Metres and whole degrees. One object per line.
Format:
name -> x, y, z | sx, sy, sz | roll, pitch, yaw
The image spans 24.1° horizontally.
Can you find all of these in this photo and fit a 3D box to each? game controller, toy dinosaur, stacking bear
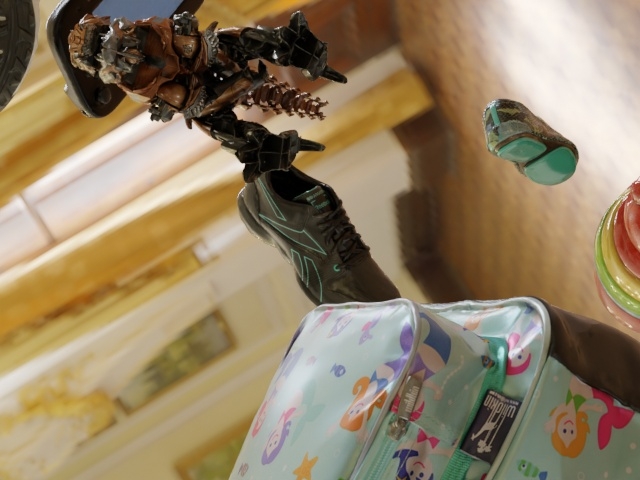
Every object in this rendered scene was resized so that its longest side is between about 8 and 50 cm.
game controller -> -0.244, -0.306, 1.943 | 0.067, 0.319, 0.166 | 14, 139, 22
toy dinosaur -> -0.100, -0.173, 1.532 | 0.218, 0.322, 0.164 | 20, 117, 39
stacking bear -> 0.364, -0.003, 1.547 | 0.175, 0.164, 0.289 | 36, 173, 16

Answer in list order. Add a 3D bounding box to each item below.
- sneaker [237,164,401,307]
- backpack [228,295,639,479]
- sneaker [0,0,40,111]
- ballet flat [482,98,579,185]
sneaker -> 0.000, 0.000, 1.880 | 0.267, 0.101, 0.106 | 41, 140, 16
backpack -> 0.051, 0.152, 0.744 | 0.191, 0.253, 0.225 | 21, 171, -16
sneaker -> -0.303, -0.243, 1.429 | 0.108, 0.100, 0.271 | -91, 13, -86
ballet flat -> 0.219, -0.107, 1.565 | 0.070, 0.070, 0.188 | 56, -166, 23
